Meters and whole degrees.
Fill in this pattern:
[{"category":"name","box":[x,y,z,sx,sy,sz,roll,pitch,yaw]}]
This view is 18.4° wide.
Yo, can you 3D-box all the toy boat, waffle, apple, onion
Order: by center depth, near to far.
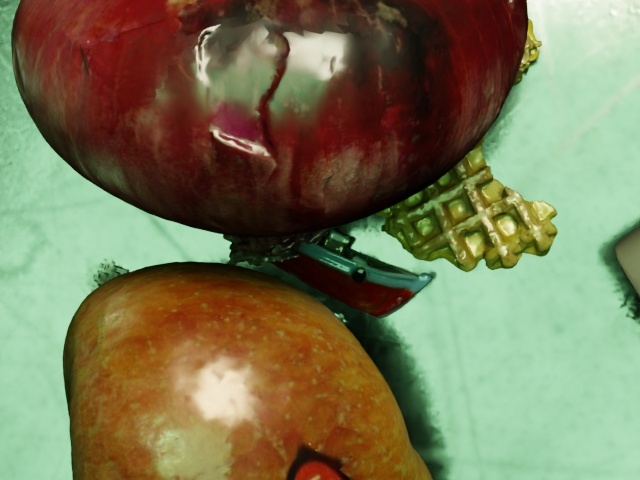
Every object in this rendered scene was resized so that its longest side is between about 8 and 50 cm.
[{"category":"onion","box":[-0.031,-0.104,1.336,0.347,0.348,0.285,3,123,6]},{"category":"apple","box":[-0.048,0.159,1.365,0.250,0.277,0.309,-7,121,-5]},{"category":"toy boat","box":[0.000,0.000,1.455,0.173,0.069,0.059,29,98,11]},{"category":"waffle","box":[0.106,-0.073,1.455,0.149,0.051,0.194,6,86,5]}]

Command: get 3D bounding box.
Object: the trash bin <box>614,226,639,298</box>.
[{"category":"trash bin","box":[0.351,0.007,1.359,0.250,0.219,0.220,-32,85,12]}]
